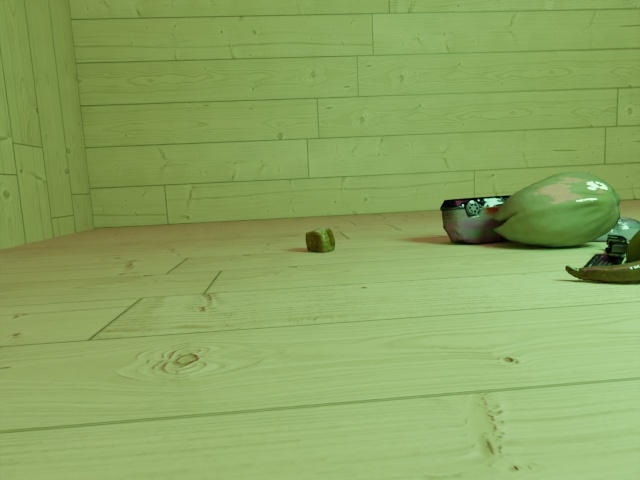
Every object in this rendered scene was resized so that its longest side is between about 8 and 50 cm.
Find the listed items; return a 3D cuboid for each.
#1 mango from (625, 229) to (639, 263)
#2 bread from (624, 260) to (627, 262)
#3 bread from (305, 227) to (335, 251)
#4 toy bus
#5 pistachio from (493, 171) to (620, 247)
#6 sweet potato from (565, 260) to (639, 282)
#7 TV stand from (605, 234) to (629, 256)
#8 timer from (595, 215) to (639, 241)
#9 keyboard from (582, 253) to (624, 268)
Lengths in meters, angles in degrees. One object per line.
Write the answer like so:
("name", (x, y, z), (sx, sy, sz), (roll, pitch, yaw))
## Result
("mango", (0.738, -0.002, 0.829), (0.129, 0.145, 0.289), (-2, 4, -33))
("bread", (0.747, 0.011, 0.972), (0.074, 0.084, 0.139), (-11, 10, -43))
("bread", (0.002, -0.001, 1.406), (0.077, 0.070, 0.083), (0, 10, 28))
("toy bus", (0.542, -0.071, 1.435), (0.303, 0.147, 0.127), (-6, 3, -9))
("pistachio", (0.661, -0.080, 1.270), (0.332, 0.207, 0.226), (-14, -3, 16))
("sweet potato", (0.577, 0.056, 0.833), (0.215, 0.050, 0.050), (-7, 6, 13))
("TV stand", (0.708, 0.013, 1.069), (0.036, 0.042, 0.249), (10, 9, 29))
("timer", (0.868, -0.039, 1.392), (0.209, 0.068, 0.191), (1, 11, 19))
("keyboard", (0.633, 0.050, 0.999), (0.064, 0.010, 0.198), (5, 11, 38))
